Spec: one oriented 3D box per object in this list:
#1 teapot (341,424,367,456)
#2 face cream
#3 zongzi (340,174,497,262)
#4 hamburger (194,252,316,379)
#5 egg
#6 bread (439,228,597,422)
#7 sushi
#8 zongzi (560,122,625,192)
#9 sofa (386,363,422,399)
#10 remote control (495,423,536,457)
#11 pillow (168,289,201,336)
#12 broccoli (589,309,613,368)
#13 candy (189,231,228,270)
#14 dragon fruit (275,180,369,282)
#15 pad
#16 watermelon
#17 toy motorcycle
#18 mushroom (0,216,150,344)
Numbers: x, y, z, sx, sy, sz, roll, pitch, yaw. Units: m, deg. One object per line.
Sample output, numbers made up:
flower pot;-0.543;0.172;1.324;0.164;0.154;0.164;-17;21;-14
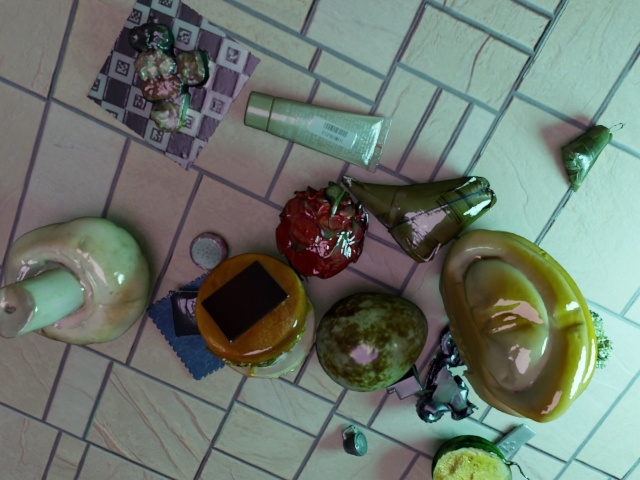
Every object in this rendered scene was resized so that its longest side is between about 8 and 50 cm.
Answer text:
teapot;0.095;0.585;1.301;0.057;0.066;0.088;-28;79;28
face cream;-0.009;-0.270;1.071;0.340;0.084;0.138;14;108;-8
zongzi;0.237;-0.123;1.071;0.260;0.123;0.289;-41;90;7
hamburger;-0.148;0.189;1.070;0.290;0.291;0.225;-1;149;5
egg;0.128;0.242;1.113;0.289;0.238;0.238;-27;102;-8
bread;0.409;0.181;1.009;0.328;0.245;0.424;-29;66;34
sushi;-0.371;-0.391;1.066;0.320;0.069;0.339;37;105;-5
zongzi;0.647;-0.202;1.054;0.154;0.062;0.131;-35;121;-3
sofa;0.216;0.364;1.182;0.085;0.147;0.060;-27;97;8
remote control;0.531;0.588;1.281;0.050;0.027;0.184;39;109;-4
pillow;-0.302;0.194;1.213;0.208;0.055;0.142;-3;102;3
broccoli;0.598;0.269;1.113;0.197;0.176;0.226;34;90;-4
candy;-0.296;0.029;1.187;0.103;0.043;0.103;2;108;6
dragon fruit;0.000;0.000;1.091;0.233;0.234;0.293;14;137;1
pad;-0.320;0.241;1.263;0.269;0.012;0.269;-31;100;12
watermelon;0.419;0.625;1.245;0.232;0.127;0.204;-39;98;16
toy motorcycle;0.360;0.373;1.197;0.159;0.106;0.271;20;94;-5
mushroom;-0.618;0.091;1.113;0.352;0.353;0.325;23;75;-2
